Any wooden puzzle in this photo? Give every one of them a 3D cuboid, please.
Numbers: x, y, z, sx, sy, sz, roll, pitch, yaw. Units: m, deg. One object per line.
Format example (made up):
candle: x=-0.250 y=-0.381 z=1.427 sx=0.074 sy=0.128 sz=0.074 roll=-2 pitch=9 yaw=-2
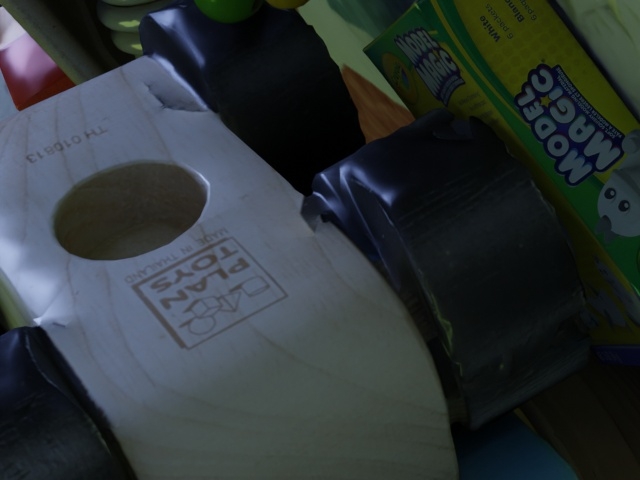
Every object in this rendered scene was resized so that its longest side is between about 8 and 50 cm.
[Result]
wooden puzzle: x=-0.193 y=-0.186 z=1.057 sx=0.322 sy=0.080 sz=0.348 roll=64 pitch=-176 yaw=36

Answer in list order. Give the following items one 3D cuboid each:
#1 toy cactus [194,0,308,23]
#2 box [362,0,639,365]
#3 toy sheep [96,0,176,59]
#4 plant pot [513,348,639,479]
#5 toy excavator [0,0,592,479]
toy cactus: x=-0.053 y=-0.183 z=0.628 sx=0.219 sy=0.112 sz=0.180 roll=58 pitch=-171 yaw=-48
box: x=0.077 y=-0.036 z=0.653 sx=0.179 sy=0.043 sz=0.105 roll=54 pitch=171 yaw=-2
toy sheep: x=-0.080 y=-0.136 z=0.949 sx=0.091 sy=0.091 sz=0.132 roll=39 pitch=158 yaw=58
plant pot: x=0.106 y=0.124 z=0.805 sx=0.237 sy=0.109 sz=0.237 roll=42 pitch=142 yaw=44
toy excavator: x=0.012 y=0.178 z=0.713 sx=0.433 sy=0.222 sz=0.445 roll=43 pitch=156 yaw=47
